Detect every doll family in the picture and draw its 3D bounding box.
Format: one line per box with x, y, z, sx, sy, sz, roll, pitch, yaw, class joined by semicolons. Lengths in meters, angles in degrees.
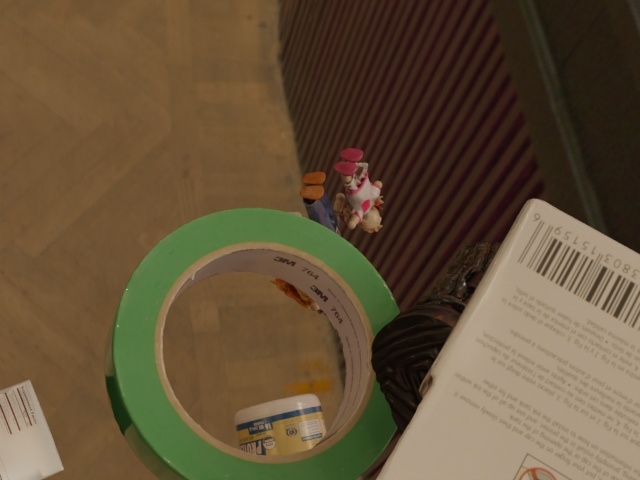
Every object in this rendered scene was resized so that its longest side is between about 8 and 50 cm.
0.000;0.000;1.346;0.118;0.163;0.263;4;46;24;doll family

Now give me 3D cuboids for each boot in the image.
0.188;0.185;0.978;0.260;0.131;0.348;-27;101;-62;boot

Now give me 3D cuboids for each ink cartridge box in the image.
0.175;0.143;0.516;0.275;0.060;0.239;30;73;9;ink cartridge box

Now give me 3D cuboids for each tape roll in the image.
-0.064;0.125;1.030;0.321;0.077;0.321;7;65;-16;tape roll

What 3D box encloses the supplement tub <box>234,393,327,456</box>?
-0.051;0.358;1.555;0.144;0.144;0.199;-10;78;-16;supplement tub

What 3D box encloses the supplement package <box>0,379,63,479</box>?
-0.532;0.324;1.427;0.203;0.194;0.149;-19;86;-44;supplement package
